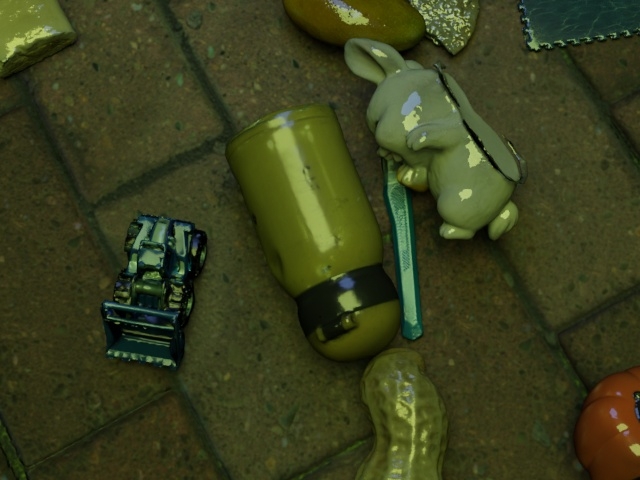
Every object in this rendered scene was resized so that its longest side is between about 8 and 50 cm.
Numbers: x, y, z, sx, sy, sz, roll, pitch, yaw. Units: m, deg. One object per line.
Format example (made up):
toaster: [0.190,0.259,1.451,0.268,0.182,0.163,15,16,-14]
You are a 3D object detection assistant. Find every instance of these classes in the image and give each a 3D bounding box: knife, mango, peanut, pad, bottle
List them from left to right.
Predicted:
bottle: [0.000,0.000,1.647,0.171,0.171,0.351,-20,78,-3]
mango: [0.047,-0.343,1.757,0.227,0.099,0.136,23,51,9]
knife: [0.119,-0.001,1.715,0.044,0.026,0.297,-5,78,4]
peanut: [0.111,0.293,1.593,0.136,0.120,0.299,0,73,-3]
pad: [0.424,-0.431,1.819,0.269,0.012,0.269,-11,76,-1]

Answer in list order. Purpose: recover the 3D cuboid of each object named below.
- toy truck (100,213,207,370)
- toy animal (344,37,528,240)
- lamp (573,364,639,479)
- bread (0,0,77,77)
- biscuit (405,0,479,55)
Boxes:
toy truck: [-0.234,0.069,1.655,0.113,0.126,0.208,9,77,4]
toy animal: [0.161,-0.153,1.665,0.154,0.208,0.325,-35,64,25]
lamp: [0.430,0.267,1.570,0.187,0.164,0.188,5,52,-6]
bread: [-0.471,-0.356,1.803,0.139,0.060,0.178,-30,77,-5]
biscuit: [0.160,-0.404,1.810,0.133,0.032,0.250,-42,77,-10]
